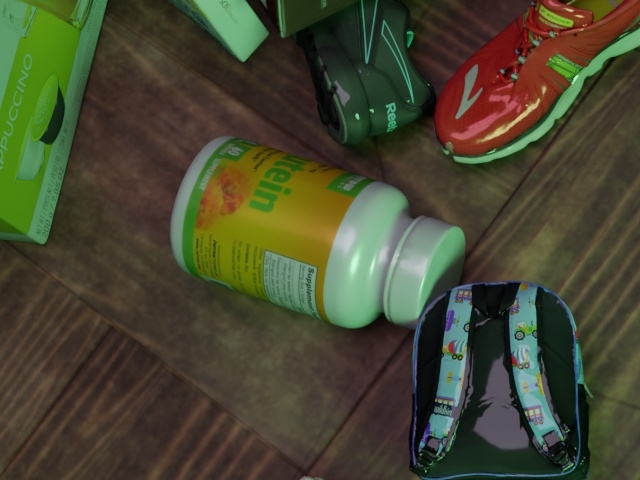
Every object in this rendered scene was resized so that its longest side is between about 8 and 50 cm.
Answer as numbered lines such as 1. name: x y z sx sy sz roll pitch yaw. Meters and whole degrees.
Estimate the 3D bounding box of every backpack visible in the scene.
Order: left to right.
1. backpack: 0.157 0.128 1.668 0.158 0.117 0.173 -5 73 16

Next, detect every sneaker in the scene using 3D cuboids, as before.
1. sneaker: 0.024 -0.212 1.844 0.106 0.101 0.267 -15 67 -11
2. sneaker: 0.205 -0.188 1.751 0.279 0.118 0.107 -42 66 1

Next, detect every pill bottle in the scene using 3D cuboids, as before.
1. pill bottle: 0.000 0.000 1.746 0.246 0.136 0.136 18 79 21

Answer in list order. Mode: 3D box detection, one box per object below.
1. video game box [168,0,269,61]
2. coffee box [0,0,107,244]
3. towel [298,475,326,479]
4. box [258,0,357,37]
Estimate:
1. video game box: -0.153 -0.275 1.843 0.048 0.205 0.187 -46 67 -2
2. coffee box: -0.440 -0.212 1.842 0.338 0.334 0.337 7 76 19
3. towel: 0.138 0.310 1.501 0.317 0.332 0.053 38 93 26
4. box: 0.081 -0.366 1.779 0.381 0.143 0.191 -28 65 -13
